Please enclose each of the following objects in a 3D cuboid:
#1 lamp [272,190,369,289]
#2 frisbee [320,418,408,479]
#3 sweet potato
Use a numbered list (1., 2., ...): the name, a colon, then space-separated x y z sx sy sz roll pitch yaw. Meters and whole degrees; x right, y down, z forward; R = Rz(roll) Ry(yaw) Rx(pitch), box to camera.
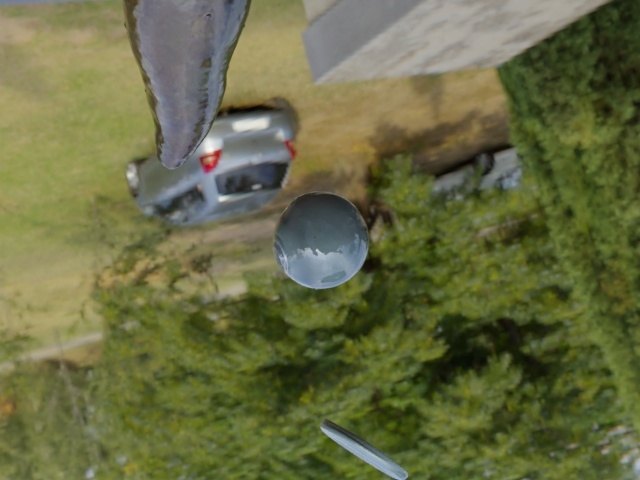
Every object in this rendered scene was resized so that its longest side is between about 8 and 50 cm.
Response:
1. lamp: 0.000 0.000 1.012 0.105 0.105 0.105 -15 174 -2
2. frisbee: 0.046 0.227 1.038 0.014 0.110 0.110 -56 -177 -13
3. sweet potato: -0.067 -0.133 0.510 0.077 0.077 0.244 -13 133 -18
